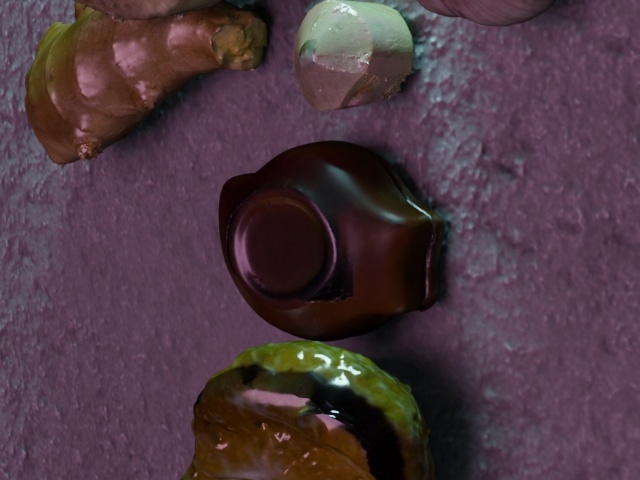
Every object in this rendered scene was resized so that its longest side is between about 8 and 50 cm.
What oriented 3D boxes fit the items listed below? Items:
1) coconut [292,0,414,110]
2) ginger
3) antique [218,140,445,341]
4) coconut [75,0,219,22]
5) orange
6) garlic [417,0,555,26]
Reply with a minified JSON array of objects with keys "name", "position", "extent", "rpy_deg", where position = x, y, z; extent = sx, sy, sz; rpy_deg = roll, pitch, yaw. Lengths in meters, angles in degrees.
[{"name":"coconut","position":[0.028,-0.194,1.617],"extent":[0.116,0.122,0.116],"rpy_deg":[10,105,44]},{"name":"ginger","position":[-0.218,-0.236,1.893],"extent":[0.375,0.166,0.236],"rpy_deg":[-20,46,22]},{"name":"antique","position":[0.000,0.000,1.681],"extent":[0.278,0.129,0.223],"rpy_deg":[22,111,38]},{"name":"coconut","position":[-0.170,-0.421,1.660],"extent":[0.353,0.353,0.352],"rpy_deg":[11,106,43]},{"name":"orange","position":[-0.010,0.263,1.680],"extent":[0.271,0.210,0.368],"rpy_deg":[24,118,14]},{"name":"garlic","position":[0.127,-0.320,1.410],"extent":[0.245,0.253,0.245],"rpy_deg":[3,94,38]}]
